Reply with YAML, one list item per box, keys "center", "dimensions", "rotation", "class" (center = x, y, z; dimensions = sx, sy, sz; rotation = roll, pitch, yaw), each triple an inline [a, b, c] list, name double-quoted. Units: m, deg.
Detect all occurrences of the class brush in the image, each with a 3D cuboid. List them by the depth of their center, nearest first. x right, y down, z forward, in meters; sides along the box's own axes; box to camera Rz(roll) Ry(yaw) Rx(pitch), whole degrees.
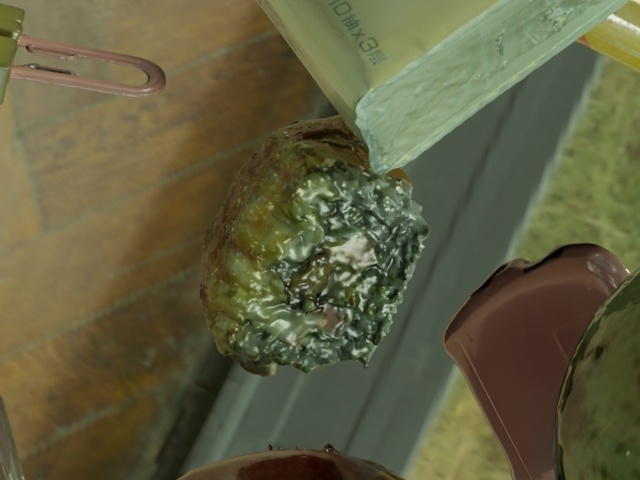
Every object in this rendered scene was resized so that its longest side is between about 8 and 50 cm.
- center: [-0.249, -0.155, 1.636]
  dimensions: [0.233, 0.103, 0.047]
  rotation: [11, 126, -9]
  class: "brush"

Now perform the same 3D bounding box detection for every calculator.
- center: [0.205, 0.116, 1.579]
  dimensions: [0.048, 0.330, 0.220]
  rotation: [-24, 85, -26]
  class: "calculator"

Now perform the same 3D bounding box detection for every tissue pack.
- center: [0.063, -0.323, 1.675]
  dimensions: [0.332, 0.405, 0.205]
  rotation: [-35, 161, -1]
  class: "tissue pack"

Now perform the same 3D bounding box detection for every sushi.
- center: [0.000, 0.000, 1.789]
  dimensions: [0.184, 0.139, 0.274]
  rotation: [21, 107, -19]
  class: "sushi"

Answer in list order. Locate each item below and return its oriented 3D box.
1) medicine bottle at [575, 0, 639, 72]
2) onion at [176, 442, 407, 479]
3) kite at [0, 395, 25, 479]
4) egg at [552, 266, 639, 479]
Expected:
- center: [0.381, -0.190, 1.916]
  dimensions: [0.426, 0.108, 0.108]
  rotation: [24, 87, -17]
  class: "medicine bottle"
- center: [-0.030, 0.343, 1.713]
  dimensions: [0.354, 0.354, 0.353]
  rotation: [-13, 111, -37]
  class: "onion"
- center: [-0.240, 0.149, 1.302]
  dimensions: [0.022, 0.360, 0.204]
  rotation: [-16, 109, -20]
  class: "kite"
- center: [0.360, 0.157, 1.210]
  dimensions: [0.345, 0.428, 0.345]
  rotation: [19, 90, -77]
  class: "egg"
